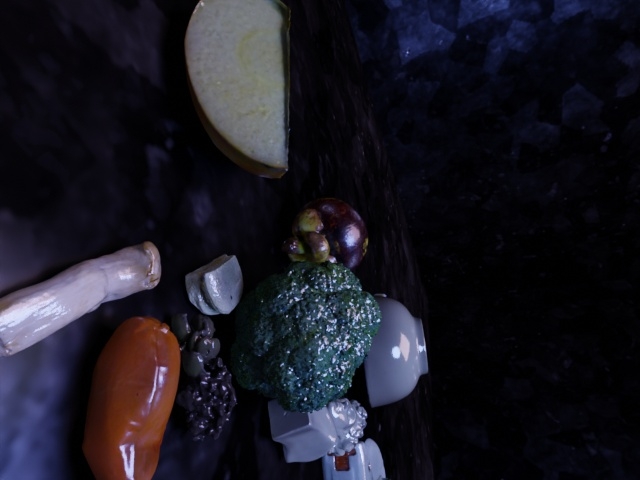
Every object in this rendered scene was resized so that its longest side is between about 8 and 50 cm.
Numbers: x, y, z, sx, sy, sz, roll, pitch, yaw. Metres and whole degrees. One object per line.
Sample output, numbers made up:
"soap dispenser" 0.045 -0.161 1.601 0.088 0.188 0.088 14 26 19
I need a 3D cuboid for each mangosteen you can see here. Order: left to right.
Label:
"mangosteen" 0.000 0.000 0.935 0.217 0.192 0.192 -21 103 -37

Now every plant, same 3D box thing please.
"plant" -0.159 0.179 0.548 0.085 0.087 0.174 -11 87 -45

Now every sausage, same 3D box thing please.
"sausage" -0.201 0.173 0.434 0.089 0.089 0.179 42 46 -60

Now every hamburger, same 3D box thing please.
"hamburger" -0.156 0.074 0.635 0.121 0.054 0.084 -57 133 -72

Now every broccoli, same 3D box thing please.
"broccoli" -0.026 0.161 0.713 0.270 0.270 0.269 -167 -115 -79

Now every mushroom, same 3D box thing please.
"mushroom" -0.242 0.052 0.414 0.202 0.055 0.059 -35 115 -63

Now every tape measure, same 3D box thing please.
"tape measure" 0.094 0.599 0.969 0.246 0.125 0.242 31 53 -63

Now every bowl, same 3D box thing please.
"bowl" 0.237 0.341 1.293 0.354 0.185 0.353 -7 90 -81

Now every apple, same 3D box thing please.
"apple" -0.120 -0.260 0.698 0.254 0.179 0.345 15 69 -55

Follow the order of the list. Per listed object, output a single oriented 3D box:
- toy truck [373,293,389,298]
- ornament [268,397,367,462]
"toy truck" 0.225 0.267 1.560 0.077 0.076 0.111 -17 95 -46
"ornament" -0.009 0.376 0.812 0.285 0.130 0.120 33 33 -54
